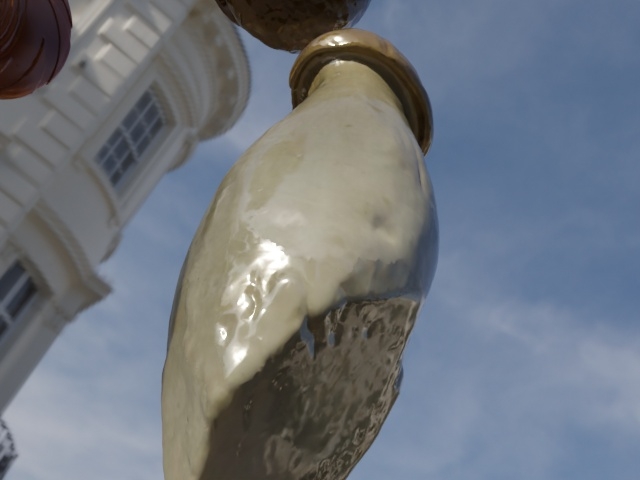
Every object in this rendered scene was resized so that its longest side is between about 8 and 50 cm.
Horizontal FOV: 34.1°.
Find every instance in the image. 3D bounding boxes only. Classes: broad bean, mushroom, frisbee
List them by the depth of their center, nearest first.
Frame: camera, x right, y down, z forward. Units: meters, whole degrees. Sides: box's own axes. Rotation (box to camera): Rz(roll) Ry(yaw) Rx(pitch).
[{"bbox_3d":[0.000,0.000,0.553,0.128,0.350,0.128,6,-53,9],"label":"mushroom"},{"bbox_3d":[-0.020,-0.262,0.942,0.156,0.228,0.122,27,-46,-16],"label":"broad bean"},{"bbox_3d":[-0.316,-0.228,0.992,0.035,0.192,0.192,-18,-56,44],"label":"frisbee"}]
